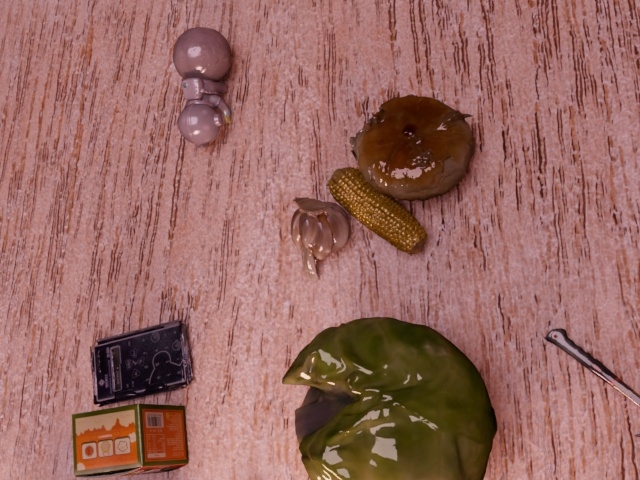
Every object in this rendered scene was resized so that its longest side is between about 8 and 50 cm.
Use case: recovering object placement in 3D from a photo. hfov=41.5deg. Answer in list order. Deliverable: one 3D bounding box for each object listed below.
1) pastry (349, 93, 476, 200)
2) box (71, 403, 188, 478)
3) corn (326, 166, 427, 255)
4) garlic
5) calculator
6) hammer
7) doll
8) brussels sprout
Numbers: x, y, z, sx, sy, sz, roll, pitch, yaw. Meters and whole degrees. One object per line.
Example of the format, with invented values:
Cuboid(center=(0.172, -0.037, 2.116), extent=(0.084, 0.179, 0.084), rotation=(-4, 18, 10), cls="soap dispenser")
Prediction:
Cuboid(center=(0.198, -0.198, 1.785), extent=(0.257, 0.120, 0.236), rotation=(-37, 57, -9), cls="pastry")
Cuboid(center=(-0.421, 0.448, 1.882), extent=(0.178, 0.195, 0.148), rotation=(-13, 74, 19), cls="box")
Cuboid(center=(0.122, -0.067, 1.830), extent=(0.091, 0.091, 0.260), rotation=(-34, 63, -25), cls="corn")
Cuboid(center=(0.000, 0.000, 1.862), extent=(0.131, 0.127, 0.194), rotation=(18, 113, 48), cls="garlic")
Cuboid(center=(-0.430, 0.292, 2.011), extent=(0.274, 0.028, 0.165), rotation=(-16, 73, 19), cls="calculator")
Cuboid(center=(0.555, 0.264, 1.612), extent=(0.288, 0.033, 0.111), rotation=(41, 95, 25), cls="hammer")
Cuboid(center=(-0.289, -0.365, 2.040), extent=(0.151, 0.151, 0.287), rotation=(-2, 81, 22), cls="doll")
Cuboid(center=(0.147, 0.345, 1.594), extent=(0.361, 0.342, 0.425), rotation=(-23, 73, 13), cls="brussels sprout")
